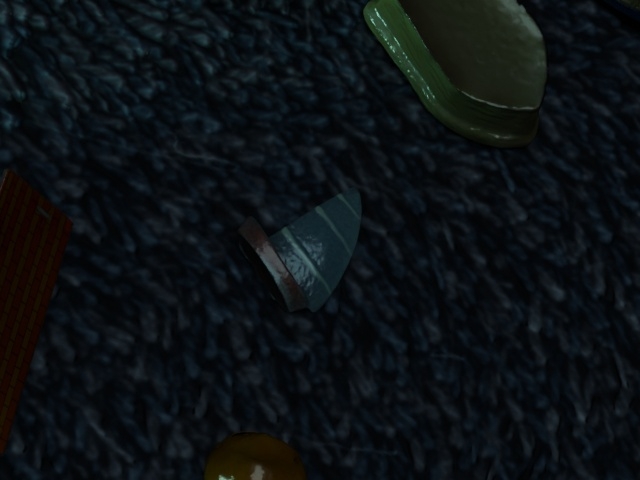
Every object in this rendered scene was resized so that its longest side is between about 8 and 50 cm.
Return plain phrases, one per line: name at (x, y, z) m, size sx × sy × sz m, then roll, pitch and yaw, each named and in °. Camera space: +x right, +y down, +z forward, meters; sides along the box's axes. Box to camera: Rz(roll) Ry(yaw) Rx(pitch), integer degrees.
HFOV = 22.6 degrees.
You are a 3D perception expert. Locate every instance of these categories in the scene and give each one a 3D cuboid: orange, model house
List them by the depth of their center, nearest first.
model house at (-0.270, 0.037, 1.155) m, size 0.154 × 0.207 × 0.294 m, roll 18°, pitch 67°, yaw -12°
orange at (-0.050, 0.186, 1.228) m, size 0.083 × 0.083 × 0.084 m, roll 5°, pitch 69°, yaw -14°

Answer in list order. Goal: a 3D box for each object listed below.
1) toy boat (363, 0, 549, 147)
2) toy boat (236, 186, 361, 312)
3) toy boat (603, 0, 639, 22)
toy boat at (0.135, -0.167, 1.418) m, size 0.116 × 0.061 × 0.188 m, roll -34°, pitch 82°, yaw -24°
toy boat at (0.001, 0.000, 1.335) m, size 0.122 × 0.034 × 0.096 m, roll -32°, pitch 87°, yaw -25°
toy boat at (0.259, -0.278, 1.494) m, size 0.229 × 0.080 × 0.046 m, roll 45°, pitch 31°, yaw 4°
